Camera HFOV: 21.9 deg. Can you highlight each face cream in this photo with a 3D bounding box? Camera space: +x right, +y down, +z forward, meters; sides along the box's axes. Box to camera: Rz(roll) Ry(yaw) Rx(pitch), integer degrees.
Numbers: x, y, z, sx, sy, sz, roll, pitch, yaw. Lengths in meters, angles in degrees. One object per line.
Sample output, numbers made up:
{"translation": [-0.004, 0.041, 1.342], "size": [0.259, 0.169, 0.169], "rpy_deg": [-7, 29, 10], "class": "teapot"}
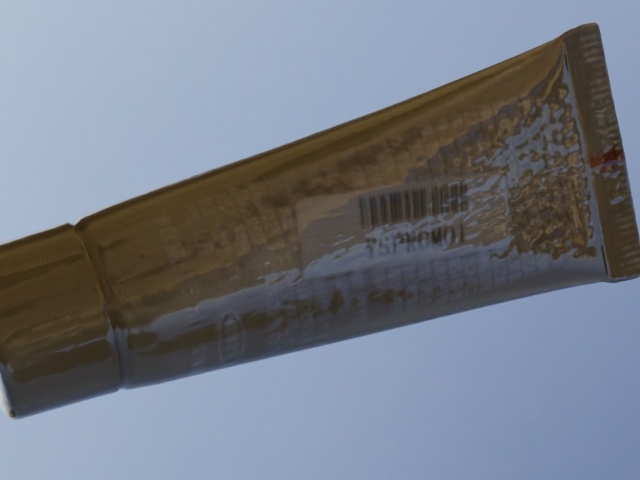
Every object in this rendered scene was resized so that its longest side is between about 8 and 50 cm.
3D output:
{"translation": [0.000, 0.000, 0.813], "size": [0.341, 0.137, 0.084], "rpy_deg": [-17, -168, -15], "class": "face cream"}
